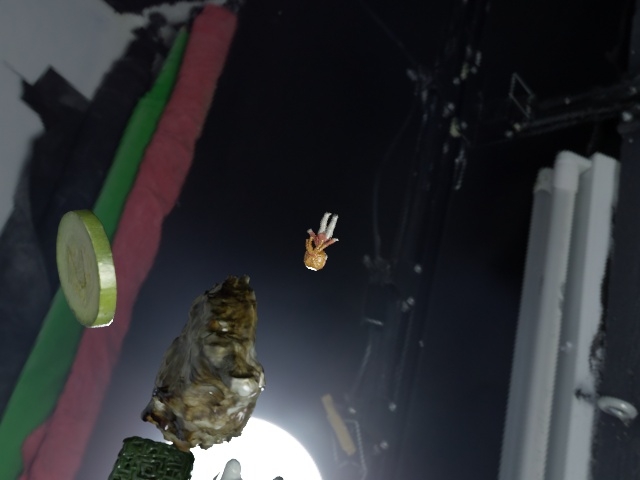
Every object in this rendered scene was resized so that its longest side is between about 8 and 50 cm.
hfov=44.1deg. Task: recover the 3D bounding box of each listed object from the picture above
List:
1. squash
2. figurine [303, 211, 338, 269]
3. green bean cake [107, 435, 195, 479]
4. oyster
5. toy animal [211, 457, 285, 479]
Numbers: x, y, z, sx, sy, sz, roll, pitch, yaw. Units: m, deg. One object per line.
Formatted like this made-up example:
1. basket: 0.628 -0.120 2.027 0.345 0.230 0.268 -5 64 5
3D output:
1. squash: -0.499 0.059 1.677 0.252 0.049 0.252 18 -67 53
2. figurine: 0.000 0.000 1.447 0.064 0.047 0.109 19 -93 26
3. green bean cake: -0.373 0.527 1.722 0.181 0.173 0.094 -74 176 -50
4. oyster: -0.144 0.137 0.968 0.396 0.111 0.204 134 -40 -56
5. toy animal: -0.144 0.603 1.576 0.249 0.174 0.289 -34 -131 -8
